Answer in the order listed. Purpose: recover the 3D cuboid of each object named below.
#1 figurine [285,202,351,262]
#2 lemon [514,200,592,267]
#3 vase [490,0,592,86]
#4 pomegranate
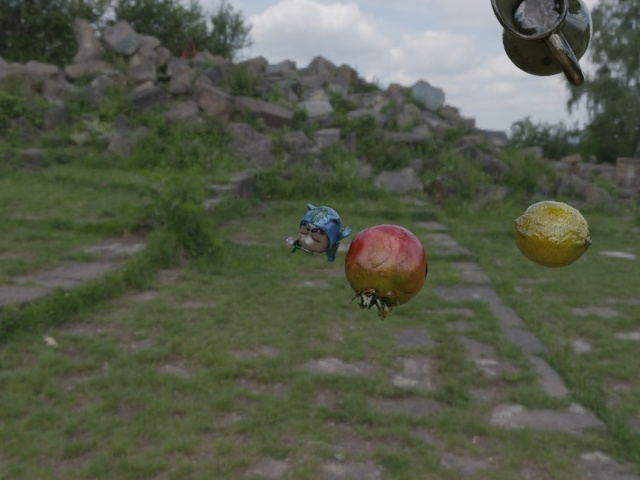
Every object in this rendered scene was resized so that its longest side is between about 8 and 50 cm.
[{"bbox_3d":[-0.005,0.000,1.658,0.144,0.178,0.114,-42,61,-14],"label":"figurine"},{"bbox_3d":[0.672,-0.018,1.937,0.231,0.192,0.192,20,20,36],"label":"lemon"},{"bbox_3d":[0.625,-0.557,1.818,0.241,0.329,0.302,-32,-22,22],"label":"vase"},{"bbox_3d":[0.159,0.073,1.650,0.210,0.235,0.210,17,-24,8],"label":"pomegranate"}]
